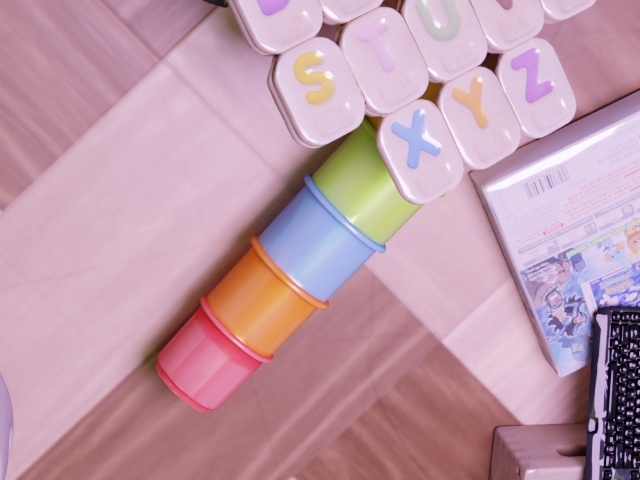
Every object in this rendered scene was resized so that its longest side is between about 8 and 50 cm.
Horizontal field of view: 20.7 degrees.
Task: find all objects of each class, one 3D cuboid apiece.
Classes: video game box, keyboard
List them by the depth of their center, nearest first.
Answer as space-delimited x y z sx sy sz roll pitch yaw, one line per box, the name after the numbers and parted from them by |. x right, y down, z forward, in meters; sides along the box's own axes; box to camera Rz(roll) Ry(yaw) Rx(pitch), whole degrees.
0.264 0.150 1.399 0.100 0.038 0.192 2 93 -16 | keyboard
0.246 -0.015 1.407 0.205 0.048 0.187 -25 112 -3 | video game box

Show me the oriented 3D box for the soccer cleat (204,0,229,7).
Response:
-0.142 -0.272 1.207 0.289 0.093 0.121 28 78 -19 | soccer cleat

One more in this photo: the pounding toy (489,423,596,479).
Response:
0.184 0.267 1.472 0.181 0.094 0.206 0 110 -13 | pounding toy

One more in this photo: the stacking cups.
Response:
0.000 0.000 1.340 0.096 0.096 0.316 39 103 -23 | stacking cups

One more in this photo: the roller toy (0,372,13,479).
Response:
-0.325 0.149 1.278 0.209 0.146 0.191 -19 104 0 | roller toy

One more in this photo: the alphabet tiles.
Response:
0.071 -0.180 1.241 0.284 0.021 0.278 -29 98 -26 | alphabet tiles
